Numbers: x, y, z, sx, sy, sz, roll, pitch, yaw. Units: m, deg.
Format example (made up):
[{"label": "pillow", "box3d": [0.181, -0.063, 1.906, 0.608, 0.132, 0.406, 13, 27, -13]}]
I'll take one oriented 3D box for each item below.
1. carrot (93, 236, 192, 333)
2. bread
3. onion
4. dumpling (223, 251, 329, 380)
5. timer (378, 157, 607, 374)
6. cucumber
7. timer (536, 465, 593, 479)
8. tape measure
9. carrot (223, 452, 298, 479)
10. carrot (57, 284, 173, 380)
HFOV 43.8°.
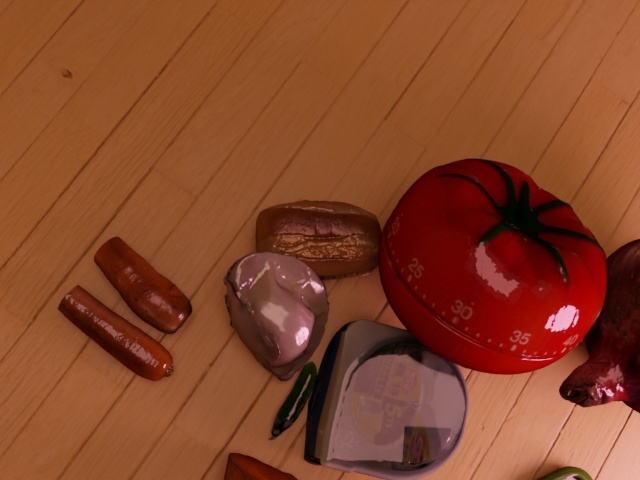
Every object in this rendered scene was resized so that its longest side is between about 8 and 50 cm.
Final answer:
[{"label": "carrot", "box3d": [-0.310, 0.081, 1.382, 0.193, 0.087, 0.087, 41, 76, 1]}, {"label": "bread", "box3d": [0.000, 0.000, 1.434, 0.236, 0.106, 0.140, 0, 76, -9]}, {"label": "onion", "box3d": [0.569, 0.183, 1.367, 0.385, 0.348, 0.348, -27, 83, -17]}, {"label": "dumpling", "box3d": [-0.063, 0.123, 1.371, 0.172, 0.142, 0.247, -32, 118, -18]}, {"label": "timer", "box3d": [0.283, 0.047, 1.342, 0.377, 0.279, 0.378, 18, 35, -13]}, {"label": "cucumber", "box3d": [-0.044, 0.286, 1.402, 0.037, 0.037, 0.155, 30, 76, -1]}, {"label": "timer", "box3d": [0.443, 0.484, 1.428, 0.128, 0.047, 0.140, -21, 82, -11]}, {"label": "tape measure", "box3d": [0.119, 0.285, 1.376, 0.261, 0.138, 0.260, 15, 78, -5]}, {"label": "carrot", "box3d": [-0.118, 0.485, 1.308, 0.159, 0.159, 0.225, 22, 89, -3]}, {"label": "carrot", "box3d": [-0.347, 0.165, 1.369, 0.225, 0.067, 0.067, 37, 75, 2]}]
